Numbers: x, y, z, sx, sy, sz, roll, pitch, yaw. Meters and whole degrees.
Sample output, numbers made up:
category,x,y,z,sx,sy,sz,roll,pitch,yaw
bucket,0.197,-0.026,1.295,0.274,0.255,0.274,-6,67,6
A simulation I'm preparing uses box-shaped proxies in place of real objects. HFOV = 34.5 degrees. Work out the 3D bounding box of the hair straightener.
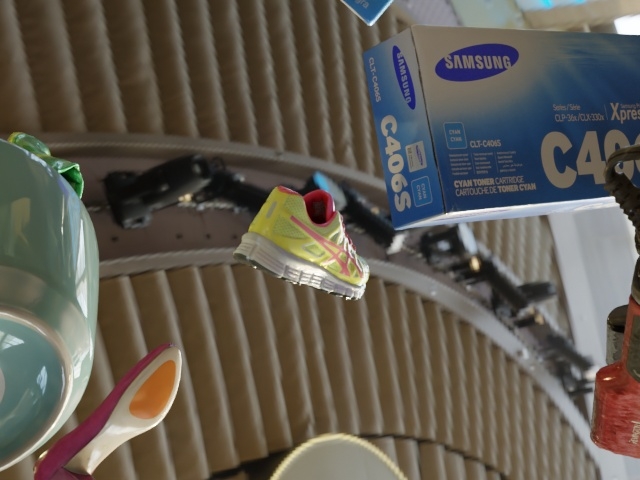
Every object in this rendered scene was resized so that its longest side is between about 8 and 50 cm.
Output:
category,x,y,z,sx,sy,sz,roll,pitch,yaw
hair straightener,0.132,0.016,0.416,0.230,0.047,0.089,58,-134,-56

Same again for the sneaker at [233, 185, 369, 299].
category,x,y,z,sx,sy,sz,roll,pitch,yaw
sneaker,0.000,0.000,1.018,0.208,0.081,0.094,21,-91,-63

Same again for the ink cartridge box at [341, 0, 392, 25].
category,x,y,z,sx,sy,sz,roll,pitch,yaw
ink cartridge box,0.073,-0.243,0.620,0.086,0.203,0.148,41,-157,-8

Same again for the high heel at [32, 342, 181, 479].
category,x,y,z,sx,sy,sz,roll,pitch,yaw
high heel,-0.267,0.217,1.274,0.082,0.117,0.244,29,-91,-46

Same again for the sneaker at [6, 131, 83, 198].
category,x,y,z,sx,sy,sz,roll,pitch,yaw
sneaker,-0.396,-0.074,1.432,0.123,0.110,0.295,16,-168,-16

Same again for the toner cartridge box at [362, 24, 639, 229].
category,x,y,z,sx,sy,sz,roll,pitch,yaw
toner cartridge box,0.209,-0.109,0.973,0.347,0.075,0.165,-7,-97,-35

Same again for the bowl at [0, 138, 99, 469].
category,x,y,z,sx,sy,sz,roll,pitch,yaw
bowl,-0.310,0.081,0.842,0.311,0.311,0.163,39,-174,-43
